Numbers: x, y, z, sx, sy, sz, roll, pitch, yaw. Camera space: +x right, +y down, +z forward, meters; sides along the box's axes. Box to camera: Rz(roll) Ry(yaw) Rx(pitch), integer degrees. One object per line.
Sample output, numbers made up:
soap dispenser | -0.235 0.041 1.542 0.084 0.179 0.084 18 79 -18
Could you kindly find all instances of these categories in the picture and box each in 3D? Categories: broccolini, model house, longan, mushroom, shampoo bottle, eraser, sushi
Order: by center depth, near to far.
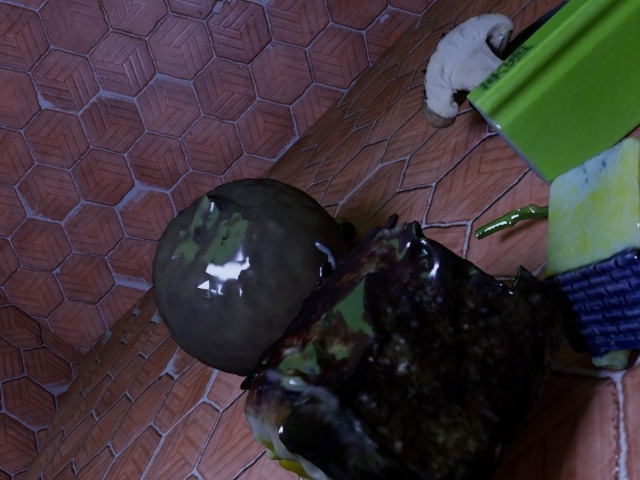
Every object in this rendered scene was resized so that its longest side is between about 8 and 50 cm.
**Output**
model house | 0.341 0.025 0.630 0.194 0.170 0.211 136 146 -73
sushi | 0.079 0.157 0.708 0.294 0.281 0.299 -56 13 -21
broccolini | 0.316 -0.006 0.862 0.123 0.062 0.271 -41 18 -32
eraser | 0.394 -0.238 0.939 0.274 0.210 0.092 -44 18 16
longan | -0.132 0.066 1.214 0.391 0.391 0.391 -41 19 18
mushroom | 0.301 -0.344 1.322 0.285 0.156 0.151 -53 -10 -13
shampoo bottle | 0.000 0.000 1.521 0.127 0.078 0.257 -52 16 -29

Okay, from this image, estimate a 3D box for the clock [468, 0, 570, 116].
clock | 0.456 -0.371 1.291 0.325 0.067 0.325 -42 19 18
